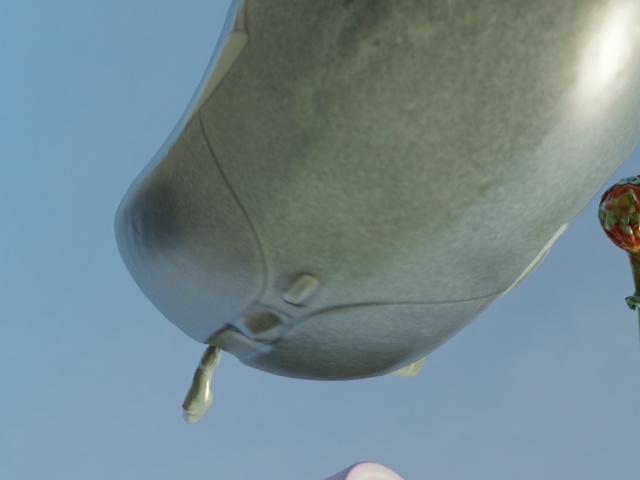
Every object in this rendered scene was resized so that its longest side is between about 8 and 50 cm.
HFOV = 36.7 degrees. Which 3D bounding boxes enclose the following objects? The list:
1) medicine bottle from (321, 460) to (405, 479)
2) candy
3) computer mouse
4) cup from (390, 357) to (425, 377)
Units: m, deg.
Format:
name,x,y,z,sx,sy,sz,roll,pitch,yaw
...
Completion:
name,x,y,z,sx,sy,sz,roll,pitch,yaw
medicine bottle,-0.046,0.362,0.892,0.325,0.212,0.212,-34,-109,23
candy,0.231,0.045,0.695,0.055,0.049,0.185,1,-84,53
computer mouse,0.000,0.000,0.401,0.167,0.090,0.379,28,-46,-6
cup,0.067,0.122,1.259,0.141,0.120,0.120,16,-74,-5
